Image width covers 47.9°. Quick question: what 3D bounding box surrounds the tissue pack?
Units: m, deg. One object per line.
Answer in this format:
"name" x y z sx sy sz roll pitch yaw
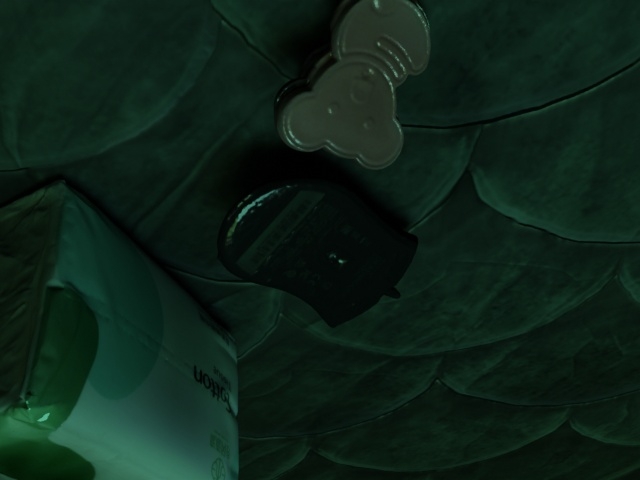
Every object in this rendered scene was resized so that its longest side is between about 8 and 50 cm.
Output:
"tissue pack" -0.243 0.149 0.788 0.193 0.266 0.356 -20 139 16

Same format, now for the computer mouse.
"computer mouse" 0.000 0.000 0.783 0.147 0.088 0.264 -42 129 14

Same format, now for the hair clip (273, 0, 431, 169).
"hair clip" 0.035 -0.139 0.611 0.123 0.102 0.138 19 133 -31
